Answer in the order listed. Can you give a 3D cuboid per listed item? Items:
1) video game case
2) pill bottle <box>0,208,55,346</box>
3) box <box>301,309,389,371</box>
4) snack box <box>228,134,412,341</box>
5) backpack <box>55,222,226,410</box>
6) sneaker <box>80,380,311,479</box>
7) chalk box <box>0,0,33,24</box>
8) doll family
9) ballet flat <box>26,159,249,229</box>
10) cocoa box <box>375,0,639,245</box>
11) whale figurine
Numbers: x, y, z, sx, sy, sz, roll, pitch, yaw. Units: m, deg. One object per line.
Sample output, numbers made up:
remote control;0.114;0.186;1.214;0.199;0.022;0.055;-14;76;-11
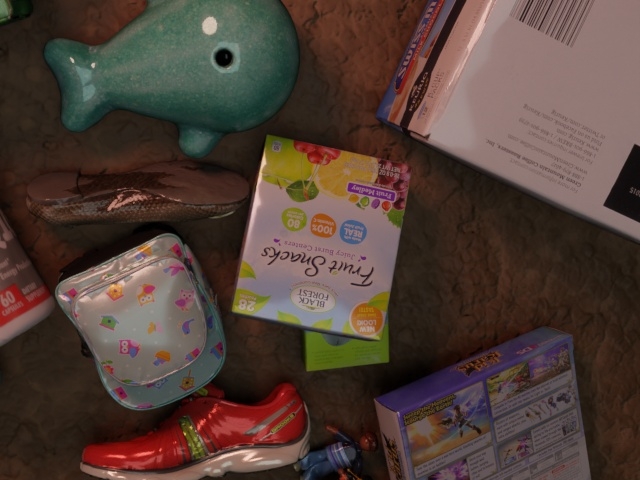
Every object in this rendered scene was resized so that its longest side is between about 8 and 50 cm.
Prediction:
video game case;0.213;0.266;1.212;0.270;0.061;0.244;-19;108;-24
pill bottle;-0.416;-0.011;1.004;0.161;0.161;0.283;-29;99;-2
box;0.028;0.066;1.175;0.109;0.042;0.178;-6;106;-9
snack box;0.000;0.000;1.100;0.175;0.070;0.207;11;83;-7
backpack;-0.194;0.095;1.092;0.166;0.144;0.188;-26;110;-9
sneaker;-0.153;0.228;1.170;0.279;0.107;0.118;-7;87;-12
chalk box;-0.396;-0.280;0.940;0.289;0.179;0.180;-20;107;-4
doll family;0.046;0.326;1.226;0.111;0.076;0.193;-24;110;12
ballet flat;-0.206;-0.044;1.094;0.250;0.084;0.058;-4;130;-9
cocoa box;0.277;-0.157;1.066;0.347;0.228;0.231;23;98;-15
whale figurine;-0.155;-0.188;1.026;0.272;0.141;0.216;-12;106;-7
